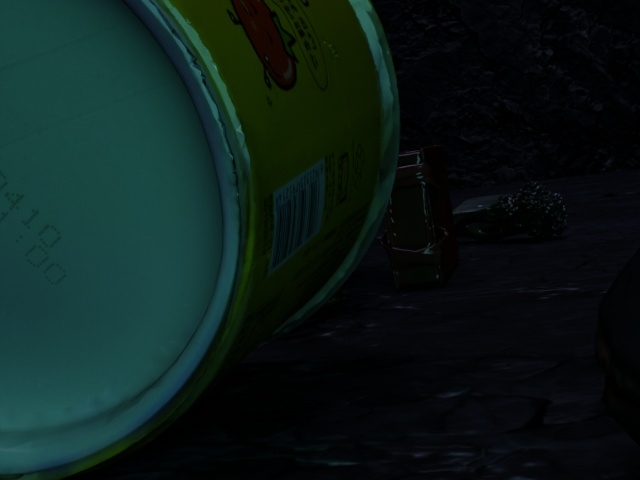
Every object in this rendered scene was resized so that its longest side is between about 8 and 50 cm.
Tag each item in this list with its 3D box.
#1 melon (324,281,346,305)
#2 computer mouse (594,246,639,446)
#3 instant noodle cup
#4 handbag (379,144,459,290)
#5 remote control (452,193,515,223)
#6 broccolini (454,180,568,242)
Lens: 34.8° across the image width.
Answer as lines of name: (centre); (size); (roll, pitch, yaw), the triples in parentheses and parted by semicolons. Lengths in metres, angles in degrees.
melon: (0.000, 0.000, 0.900); (0.064, 0.118, 0.209); (7, 17, 4)
computer mouse: (0.238, 0.011, 0.361); (0.323, 0.116, 0.183); (-9, 10, -34)
instant noodle cup: (-0.129, -0.042, 0.515); (0.325, 0.325, 0.254); (-6, 14, 10)
handbag: (0.098, -0.027, 0.988); (0.063, 0.127, 0.190); (-8, 3, 14)
remote control: (0.250, -0.042, 1.542); (0.098, 0.038, 0.233); (-6, 5, 15)
broccolini: (0.217, -0.014, 1.269); (0.091, 0.068, 0.202); (6, -20, -38)
